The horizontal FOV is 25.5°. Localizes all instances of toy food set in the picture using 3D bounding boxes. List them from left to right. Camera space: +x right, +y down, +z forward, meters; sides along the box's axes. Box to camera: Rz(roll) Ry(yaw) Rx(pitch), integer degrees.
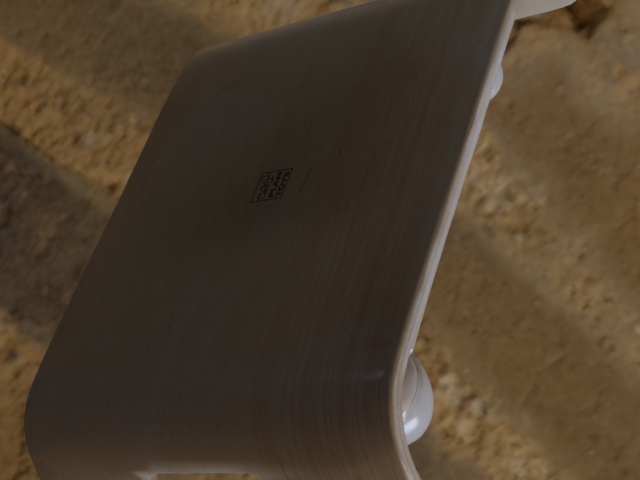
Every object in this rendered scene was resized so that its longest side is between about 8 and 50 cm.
[{"bbox_3d":[0.000,0.000,0.704,0.092,0.220,0.306,48,-131,-36],"label":"toy food set"}]
